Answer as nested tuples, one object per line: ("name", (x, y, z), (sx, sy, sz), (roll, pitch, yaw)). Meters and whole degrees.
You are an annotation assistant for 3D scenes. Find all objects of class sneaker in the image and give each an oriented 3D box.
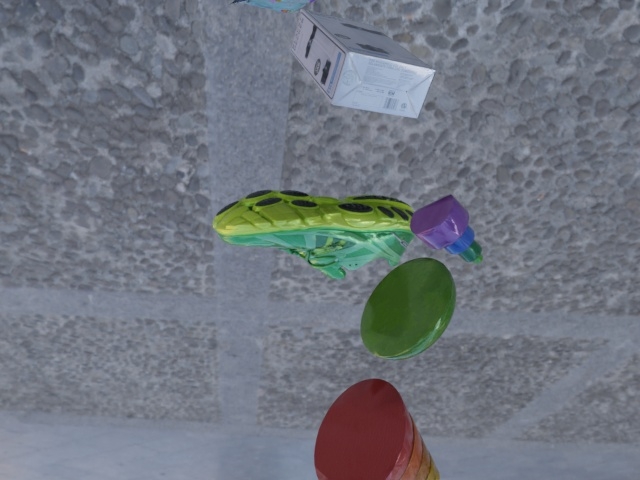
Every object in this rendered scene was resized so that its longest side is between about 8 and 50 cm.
("sneaker", (0.000, 0.000, 0.718), (0.296, 0.109, 0.123), (2, 116, -17))

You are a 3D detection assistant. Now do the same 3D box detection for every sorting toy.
("sorting toy", (0.123, 0.123, 0.585), (0.126, 0.365, 0.127), (39, 150, -25))

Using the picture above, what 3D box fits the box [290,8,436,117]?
("box", (0.063, -0.329, 0.938), (0.169, 0.290, 0.087), (4, 123, -21))

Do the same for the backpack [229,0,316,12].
("backpack", (-0.056, -0.288, 0.468), (0.182, 0.151, 0.115), (-6, 177, -39))
